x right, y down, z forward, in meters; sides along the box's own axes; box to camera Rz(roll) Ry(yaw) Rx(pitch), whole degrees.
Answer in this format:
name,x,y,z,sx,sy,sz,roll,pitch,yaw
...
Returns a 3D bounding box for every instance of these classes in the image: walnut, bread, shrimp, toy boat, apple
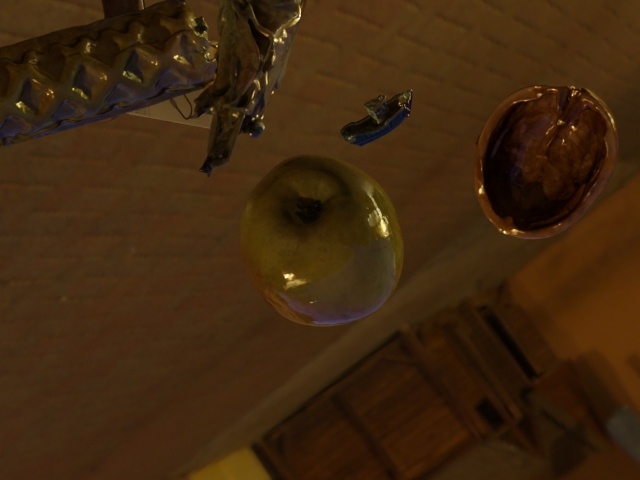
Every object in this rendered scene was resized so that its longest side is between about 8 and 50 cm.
name,x,y,z,sx,sy,sz,roll,pitch,yaw
walnut,0.284,-0.108,1.450,0.211,0.167,0.087,-62,171,25
bread,-0.229,-0.145,1.037,0.269,0.098,0.087,-20,138,-19
shrimp,-0.124,-0.240,1.186,0.247,0.360,0.085,8,165,-31
toy boat,0.055,-0.122,1.114,0.083,0.038,0.038,-32,170,-7
apple,0.000,0.000,1.690,0.261,0.261,0.194,-33,151,-5

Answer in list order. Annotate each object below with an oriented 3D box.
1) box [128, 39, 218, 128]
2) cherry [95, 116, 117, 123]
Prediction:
name,x,y,z,sx,sy,sz,roll,pitch,yaw
box,-0.227,-0.240,1.697,0.033,0.247,0.129,-31,128,-54
cherry,-0.258,-0.175,1.264,0.126,0.106,0.087,-134,-121,-78
